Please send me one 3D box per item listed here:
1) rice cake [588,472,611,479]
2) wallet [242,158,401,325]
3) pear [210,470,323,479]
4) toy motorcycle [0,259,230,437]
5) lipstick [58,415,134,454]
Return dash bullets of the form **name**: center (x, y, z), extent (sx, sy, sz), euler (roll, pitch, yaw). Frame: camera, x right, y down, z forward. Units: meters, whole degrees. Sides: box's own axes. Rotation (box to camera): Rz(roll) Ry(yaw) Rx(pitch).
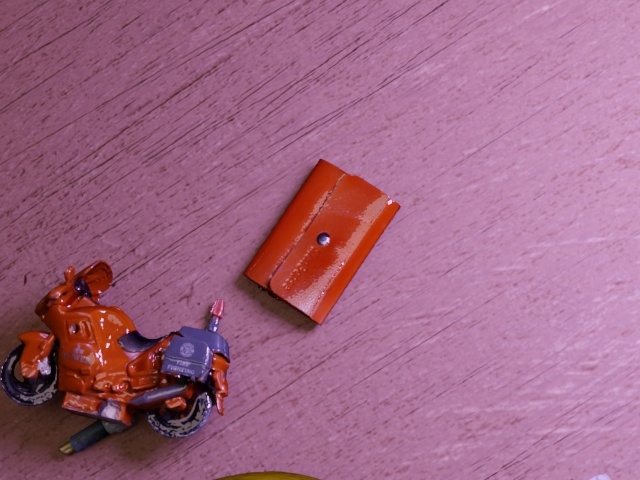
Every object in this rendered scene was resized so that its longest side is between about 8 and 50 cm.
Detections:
- **rice cake**: center (0.300, 0.386, 1.886), extent (0.211, 0.038, 0.124), euler (-36, 66, 2)
- **wallet**: center (0.000, 0.000, 2.094), extent (0.142, 0.045, 0.204), euler (32, 84, 22)
- **pear**: center (-0.050, 0.447, 1.809), extent (0.413, 0.352, 0.351), euler (14, 77, 25)
- **toy motorcycle**: center (-0.271, 0.145, 2.077), extent (0.326, 0.148, 0.221), euler (11, 74, 14)
- **lipstick**: center (-0.316, 0.270, 2.107), extent (0.116, 0.037, 0.037), euler (-33, 67, 9)
